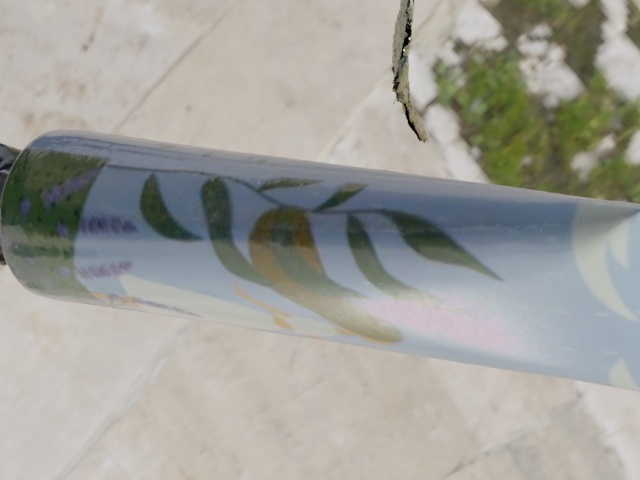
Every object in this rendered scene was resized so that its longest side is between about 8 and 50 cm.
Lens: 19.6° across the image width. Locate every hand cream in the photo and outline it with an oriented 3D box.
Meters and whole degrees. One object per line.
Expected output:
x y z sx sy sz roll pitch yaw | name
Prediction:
0.000 0.000 0.548 0.256 0.088 0.055 7 51 28 | hand cream

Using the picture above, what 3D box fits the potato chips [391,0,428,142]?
0.057 -0.141 1.250 0.026 0.209 0.142 -1 39 4 | potato chips
